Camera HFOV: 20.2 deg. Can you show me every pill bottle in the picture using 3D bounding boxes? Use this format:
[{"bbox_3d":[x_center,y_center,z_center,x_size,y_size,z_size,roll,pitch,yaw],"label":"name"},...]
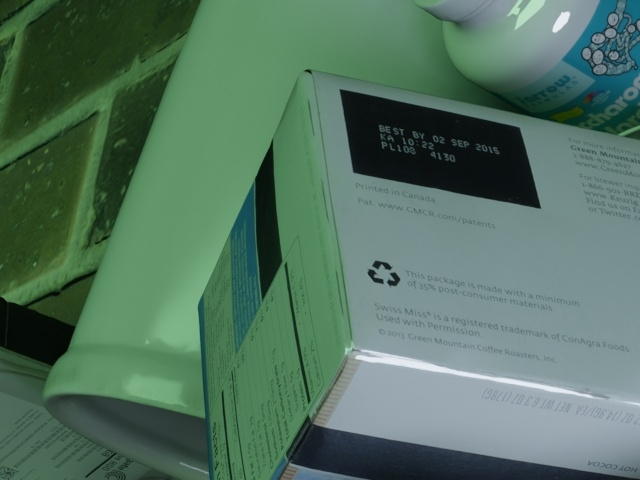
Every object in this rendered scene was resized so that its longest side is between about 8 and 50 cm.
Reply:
[{"bbox_3d":[0.188,-0.150,1.285,0.146,0.264,0.146,-36,41,39],"label":"pill bottle"}]

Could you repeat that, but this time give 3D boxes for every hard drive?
[{"bbox_3d":[-0.263,0.170,1.666,0.237,0.339,0.064,-39,41,34],"label":"hard drive"}]

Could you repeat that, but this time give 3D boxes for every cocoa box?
[{"bbox_3d":[0.121,0.080,1.102,0.231,0.347,0.228,-98,26,-43],"label":"cocoa box"}]

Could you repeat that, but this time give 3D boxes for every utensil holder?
[{"bbox_3d":[0.000,0.000,1.411,0.327,0.327,0.385,-6,61,55],"label":"utensil holder"}]

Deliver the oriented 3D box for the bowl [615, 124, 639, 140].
[{"bbox_3d":[0.245,-0.016,1.259,0.142,0.142,0.053,-27,3,45],"label":"bowl"}]
